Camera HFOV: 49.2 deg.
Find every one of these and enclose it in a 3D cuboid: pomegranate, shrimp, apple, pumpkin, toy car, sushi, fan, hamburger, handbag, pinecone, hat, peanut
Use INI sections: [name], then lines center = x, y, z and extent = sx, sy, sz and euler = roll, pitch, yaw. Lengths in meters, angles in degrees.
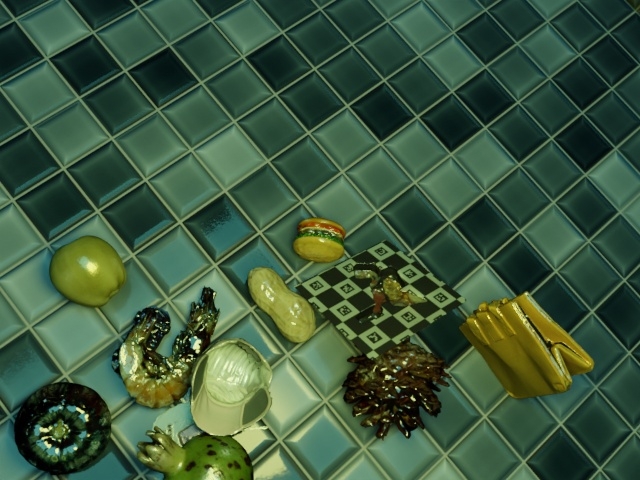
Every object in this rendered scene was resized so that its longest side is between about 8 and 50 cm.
[pomegranate]
center = -0.301, 0.564, 1.735
extent = 0.242, 0.242, 0.305
euler = -30, 99, -18
[shrimp]
center = -0.401, 0.267, 1.873
extent = 0.233, 0.071, 0.364
euler = 36, 65, -31
[apple]
center = -0.624, 0.082, 1.878
extent = 0.200, 0.200, 0.200
euler = 3, 72, -9
[pumpkin]
center = -0.645, 0.468, 1.753
extent = 0.233, 0.163, 0.233
euler = 2, 80, -11
[toy car]
center = -0.485, 0.278, 1.899
extent = 0.103, 0.063, 0.216
euler = 28, 60, -5
[sushi]
center = 0.165, 0.173, 1.982
extent = 0.359, 0.064, 0.343
euler = -26, 47, -29
[fan]
center = -0.293, 0.520, 1.882
extent = 0.310, 0.010, 0.182
euler = -5, 73, -11
[hamburger]
center = 0.000, 0.000, 2.031
extent = 0.162, 0.162, 0.115
euler = 13, 69, -6
[handbag]
center = 0.545, 0.279, 1.907
extent = 0.133, 0.401, 0.283
euler = -40, 83, -14
[pinecone]
center = 0.204, 0.393, 1.883
extent = 0.298, 0.242, 0.295
euler = 10, 58, 38
[hat]
center = -0.248, 0.386, 1.831
extent = 0.232, 0.161, 0.275
euler = 30, 40, -12
[peanut]
center = -0.108, 0.174, 1.970
extent = 0.123, 0.123, 0.256
euler = -38, 83, -19
